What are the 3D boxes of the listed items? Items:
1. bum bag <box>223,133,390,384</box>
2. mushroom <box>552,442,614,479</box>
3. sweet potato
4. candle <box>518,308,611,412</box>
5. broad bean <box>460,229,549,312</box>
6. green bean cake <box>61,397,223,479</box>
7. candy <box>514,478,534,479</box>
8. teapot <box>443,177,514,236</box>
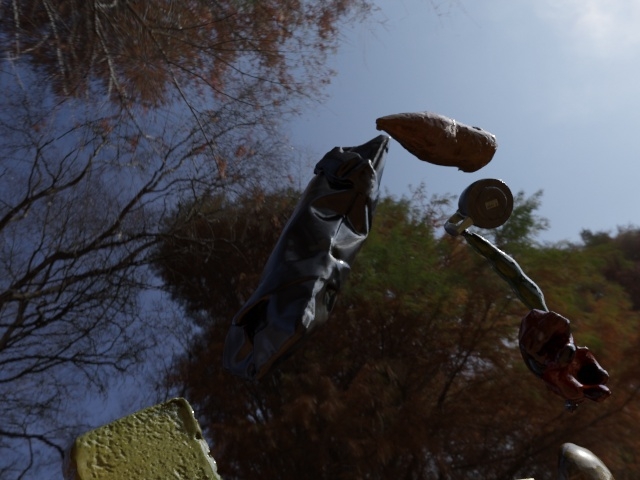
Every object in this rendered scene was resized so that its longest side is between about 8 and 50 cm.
[{"bbox_3d":[0.000,0.000,0.498,0.095,0.144,0.340,39,-128,-17],"label":"bum bag"},{"bbox_3d":[0.261,0.416,0.587,0.122,0.159,0.329,40,-81,-27],"label":"mushroom"},{"bbox_3d":[0.271,-0.256,1.110,0.336,0.131,0.131,11,-74,-24],"label":"sweet potato"},{"bbox_3d":[0.258,0.136,0.475,0.059,0.084,0.301,-33,-32,14],"label":"candle"},{"bbox_3d":[0.419,0.070,0.999,0.060,0.297,0.043,-16,-34,-32],"label":"broad bean"},{"bbox_3d":[-0.322,0.442,0.820,0.236,0.233,0.124,-8,-32,-45],"label":"green bean cake"},{"bbox_3d":[0.334,0.599,0.881,0.146,0.088,0.276,4,-64,-15],"label":"candy"},{"bbox_3d":[0.356,-0.065,1.017,0.111,0.108,0.149,21,-90,-8],"label":"teapot"}]
